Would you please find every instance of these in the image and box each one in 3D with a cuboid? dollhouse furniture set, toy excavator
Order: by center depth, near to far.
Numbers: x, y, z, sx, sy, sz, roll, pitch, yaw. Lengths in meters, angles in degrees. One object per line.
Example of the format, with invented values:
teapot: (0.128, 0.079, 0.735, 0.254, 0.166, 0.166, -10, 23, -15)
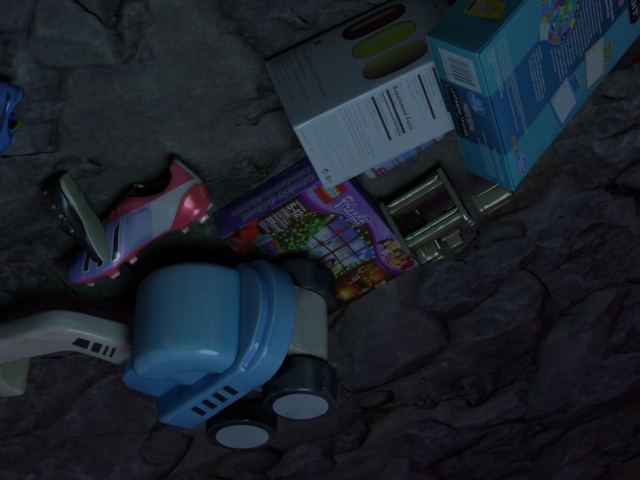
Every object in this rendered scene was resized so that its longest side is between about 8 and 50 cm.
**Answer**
toy excavator: (-0.253, 0.145, 1.626, 0.445, 0.222, 0.433, 25, 139, -30)
dollhouse furniture set: (0.204, -0.055, 1.733, 0.182, 0.101, 0.161, -31, 165, 11)

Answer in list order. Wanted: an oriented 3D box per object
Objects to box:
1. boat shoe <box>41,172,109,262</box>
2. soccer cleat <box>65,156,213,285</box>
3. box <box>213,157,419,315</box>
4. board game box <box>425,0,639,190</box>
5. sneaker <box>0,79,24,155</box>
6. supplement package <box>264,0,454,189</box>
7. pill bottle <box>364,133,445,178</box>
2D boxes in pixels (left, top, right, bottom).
boat shoe: (-0.326, -0.026, 1.502, 0.042, 0.049, 0.133, -23, 109, 15)
soccer cleat: (-0.264, -0.024, 1.555, 0.248, 0.083, 0.095, -29, 111, 17)
box: (0.000, 0.000, 1.701, 0.201, 0.057, 0.293, -31, 140, 12)
board game box: (0.284, -0.267, 1.382, 0.336, 0.079, 0.253, -49, 144, -17)
sneaker: (-0.416, -0.111, 1.378, 0.082, 0.069, 0.209, 1, 136, -31)
supplement package: (0.076, -0.199, 1.443, 0.244, 0.139, 0.134, -26, 141, 3)
pill bottle: (0.116, -0.159, 1.548, 0.160, 0.087, 0.087, -30, 140, 11)
